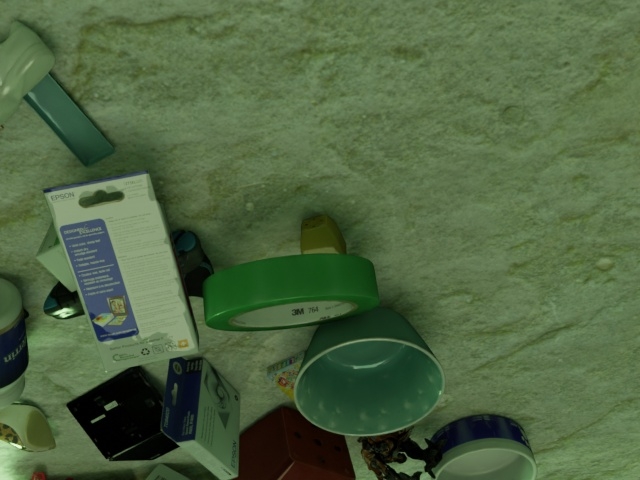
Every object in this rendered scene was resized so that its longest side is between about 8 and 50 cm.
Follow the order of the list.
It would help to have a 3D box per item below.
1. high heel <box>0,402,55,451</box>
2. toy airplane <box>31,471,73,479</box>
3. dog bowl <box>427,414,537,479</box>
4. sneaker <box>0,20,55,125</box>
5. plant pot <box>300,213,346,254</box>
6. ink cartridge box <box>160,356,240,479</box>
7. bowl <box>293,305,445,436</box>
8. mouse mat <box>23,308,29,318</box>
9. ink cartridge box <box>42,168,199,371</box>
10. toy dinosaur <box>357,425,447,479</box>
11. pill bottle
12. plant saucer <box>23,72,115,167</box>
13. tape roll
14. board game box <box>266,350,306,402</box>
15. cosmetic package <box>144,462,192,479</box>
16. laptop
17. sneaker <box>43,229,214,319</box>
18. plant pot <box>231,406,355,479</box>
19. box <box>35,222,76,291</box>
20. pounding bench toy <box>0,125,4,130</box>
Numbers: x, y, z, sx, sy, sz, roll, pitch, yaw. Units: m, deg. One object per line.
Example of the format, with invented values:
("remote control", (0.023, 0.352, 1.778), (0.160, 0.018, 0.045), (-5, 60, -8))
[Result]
("high heel", (-0.754, 0.425, 1.645), (0.186, 0.093, 0.261), (-5, 141, 24))
("toy airplane", (-0.709, 0.638, 1.837), (0.151, 0.028, 0.151), (-2, 131, -2))
("dog bowl", (0.410, 0.566, 1.802), (0.265, 0.104, 0.265), (-2, 129, -2))
("sneaker", (-0.510, -0.246, 1.088), (0.212, 0.080, 0.094), (-42, 87, 6))
("plant pot", (0.000, 0.000, 1.331), (0.081, 0.081, 0.083), (-14, 118, 8))
("ink cartridge box", (-0.250, 0.369, 1.522), (0.045, 0.223, 0.224), (-25, 128, 16))
("bowl", (0.095, 0.256, 1.490), (0.311, 0.163, 0.311), (-2, 129, -3))
("mouse mat", (-0.708, 0.119, 1.428), (0.152, 0.007, 0.190), (-21, 127, 13))
("ink cartridge box", (-0.337, 0.053, 1.231), (0.176, 0.069, 0.371), (-11, 119, -4))
("toy dinosaur", (0.177, 0.512, 1.725), (0.218, 0.164, 0.322), (21, 154, 30))
("pill bottle", (-0.666, 0.211, 1.403), (0.153, 0.153, 0.265), (6, 129, -9))
("plant saucer", (-0.425, -0.207, 1.171), (0.067, 0.018, 0.192), (-24, 126, 15))
("tape roll", (-0.055, 0.102, 1.303), (0.321, 0.077, 0.321), (-8, 165, -2))
("board game box", (-0.039, 0.325, 1.625), (0.103, 0.026, 0.154), (-28, 125, 18))
("cosmetic package", (-0.275, 0.764, 1.813), (0.377, 0.097, 0.284), (20, 131, 22))
("laptop", (-0.421, 0.421, 1.689), (0.234, 0.136, 0.264), (-30, 99, 19))
("sneaker", (-0.368, 0.101, 1.357), (0.341, 0.125, 0.140), (-17, 127, 10))
("plant pot", (-0.063, 0.562, 1.685), (0.267, 0.267, 0.236), (26, 111, -22))
("box", (-0.446, 0.017, 1.299), (0.087, 0.101, 0.102), (-25, 125, 16))
("pounding bench toy", (-0.555, -0.181, 1.153), (0.083, 0.065, 0.052), (-30, 125, 19))
